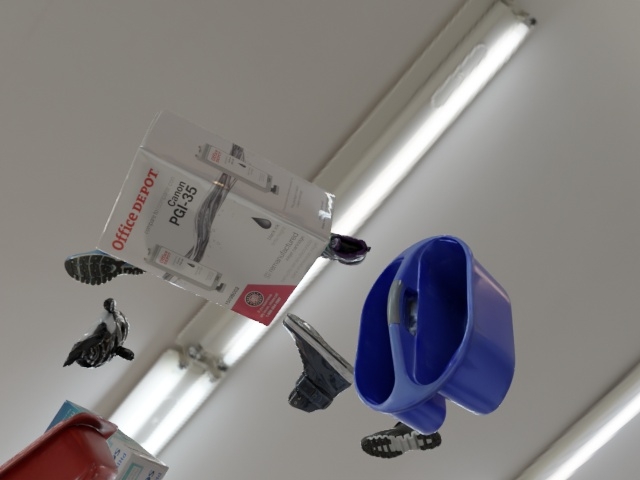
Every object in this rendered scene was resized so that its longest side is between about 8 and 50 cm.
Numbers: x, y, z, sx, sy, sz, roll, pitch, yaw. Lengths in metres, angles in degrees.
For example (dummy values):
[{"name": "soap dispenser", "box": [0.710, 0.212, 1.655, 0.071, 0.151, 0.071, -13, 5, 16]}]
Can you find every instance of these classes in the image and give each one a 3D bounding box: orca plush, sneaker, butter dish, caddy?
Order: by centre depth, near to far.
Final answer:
[{"name": "butter dish", "box": [-0.316, 0.308, 0.832, 0.160, 0.118, 0.160, -36, -19, -13]}, {"name": "caddy", "box": [0.174, 0.144, 1.091, 0.179, 0.341, 0.241, 38, -51, -24]}, {"name": "sneaker", "box": [-0.407, 0.040, 1.266, 0.162, 0.073, 0.063, -5, -65, -38]}, {"name": "orca plush", "box": [-0.412, 0.199, 1.325, 0.102, 0.287, 0.151, 23, -102, -7]}, {"name": "sneaker", "box": [0.000, 0.000, 1.474, 0.224, 0.098, 0.083, 8, -103, -7]}, {"name": "sneaker", "box": [-0.043, 0.294, 1.543, 0.163, 0.086, 0.226, -44, -90, 6]}, {"name": "sneaker", "box": [0.232, 0.566, 1.924, 0.235, 0.106, 0.078, -13, -72, 11]}]

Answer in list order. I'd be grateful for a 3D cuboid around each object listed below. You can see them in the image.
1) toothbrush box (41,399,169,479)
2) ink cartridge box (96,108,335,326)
[{"name": "toothbrush box", "box": [-0.510, 0.519, 1.464, 0.216, 0.296, 0.126, -59, -42, -14]}, {"name": "ink cartridge box", "box": [-0.151, -0.026, 0.962, 0.283, 0.117, 0.207, 26, -54, -13]}]
